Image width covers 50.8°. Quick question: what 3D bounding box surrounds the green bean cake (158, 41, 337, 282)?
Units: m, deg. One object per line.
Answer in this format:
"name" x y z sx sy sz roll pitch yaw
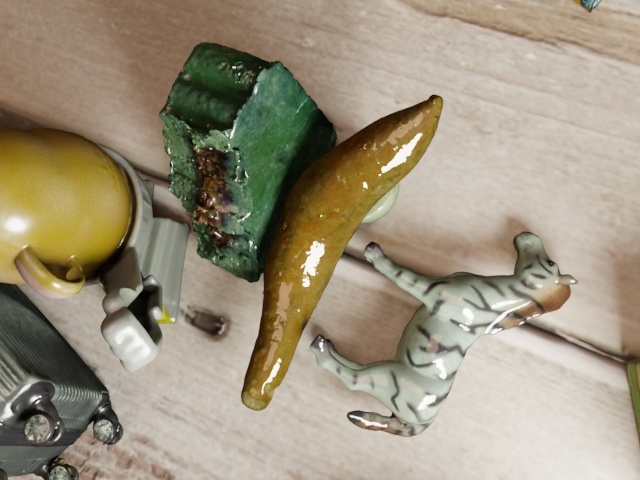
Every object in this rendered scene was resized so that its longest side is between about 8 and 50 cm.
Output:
"green bean cake" -0.087 -0.072 0.662 0.107 0.208 0.194 29 87 19

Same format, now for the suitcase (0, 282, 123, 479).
"suitcase" -0.359 0.118 0.702 0.312 0.202 0.128 42 82 17

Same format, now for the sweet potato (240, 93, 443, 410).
"sweet potato" -0.004 0.001 0.657 0.079 0.108 0.346 24 102 -25

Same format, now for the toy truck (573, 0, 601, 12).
"toy truck" 0.268 -0.307 0.624 0.115 0.177 0.080 -46 75 2

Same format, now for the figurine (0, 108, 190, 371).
"figurine" -0.254 -0.022 0.653 0.342 0.285 0.167 26 86 14

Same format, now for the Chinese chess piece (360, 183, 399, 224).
"Chinese chess piece" 0.042 -0.059 0.715 0.084 0.034 0.084 -2 82 15

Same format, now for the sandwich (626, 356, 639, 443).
"sandwich" 0.367 0.151 0.562 0.187 0.117 0.144 -14 81 9

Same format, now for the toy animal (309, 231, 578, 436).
"toy animal" 0.102 0.066 0.656 0.255 0.090 0.170 -44 78 7
